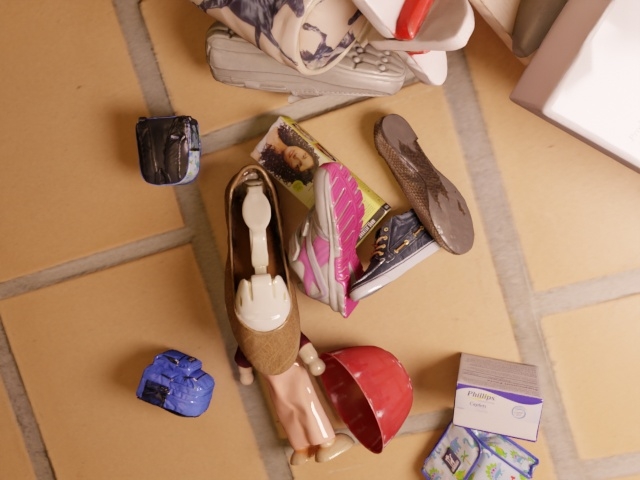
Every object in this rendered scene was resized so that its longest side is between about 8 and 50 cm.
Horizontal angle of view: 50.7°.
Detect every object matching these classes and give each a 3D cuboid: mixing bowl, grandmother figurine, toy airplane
[{"bbox_3d":[0.085,0.239,1.095,0.098,0.181,0.182,-28,92,-22],"label":"mixing bowl"},{"bbox_3d":[-0.072,0.206,1.153,0.207,0.104,0.343,-22,91,32],"label":"grandmother figurine"},{"bbox_3d":[0.192,-0.388,0.827,0.272,0.386,0.385,-8,103,38],"label":"toy airplane"}]

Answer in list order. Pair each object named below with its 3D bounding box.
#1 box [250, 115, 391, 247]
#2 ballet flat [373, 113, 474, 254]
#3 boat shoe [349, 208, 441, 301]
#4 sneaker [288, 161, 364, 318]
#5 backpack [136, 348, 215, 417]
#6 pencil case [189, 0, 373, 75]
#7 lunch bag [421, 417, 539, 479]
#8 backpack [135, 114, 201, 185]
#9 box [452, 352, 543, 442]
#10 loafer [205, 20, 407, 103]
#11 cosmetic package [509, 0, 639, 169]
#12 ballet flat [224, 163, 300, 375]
[{"bbox_3d":[0.001,-0.096,1.101,0.232,0.058,0.087,41,108,4],"label":"box"},{"bbox_3d":[0.157,-0.084,1.064,0.250,0.084,0.058,56,147,-2],"label":"ballet flat"},{"bbox_3d":[0.100,0.022,1.054,0.083,0.183,0.065,56,150,6],"label":"boat shoe"},{"bbox_3d":[0.000,0.000,1.036,0.111,0.103,0.252,10,118,23],"label":"sneaker"},{"bbox_3d":[-0.251,0.257,1.207,0.120,0.098,0.101,22,101,11],"label":"backpack"},{"bbox_3d":[-0.115,-0.390,0.971,0.410,0.183,0.160,36,126,19],"label":"pencil case"},{"bbox_3d":[0.254,0.372,1.099,0.151,0.096,0.129,34,109,22],"label":"lunch bag"},{"bbox_3d":[-0.251,-0.150,1.144,0.104,0.084,0.115,0,94,15],"label":"backpack"},{"bbox_3d":[0.272,0.238,1.043,0.126,0.137,0.072,8,102,13],"label":"box"},{"bbox_3d":[-0.025,-0.272,1.065,0.319,0.112,0.112,14,139,8],"label":"loafer"},{"bbox_3d":[0.502,-0.161,0.844,0.453,0.161,0.230,28,105,-8],"label":"cosmetic package"},{"bbox_3d":[-0.094,0.033,1.053,0.116,0.124,0.343,-3,72,-7],"label":"ballet flat"}]
